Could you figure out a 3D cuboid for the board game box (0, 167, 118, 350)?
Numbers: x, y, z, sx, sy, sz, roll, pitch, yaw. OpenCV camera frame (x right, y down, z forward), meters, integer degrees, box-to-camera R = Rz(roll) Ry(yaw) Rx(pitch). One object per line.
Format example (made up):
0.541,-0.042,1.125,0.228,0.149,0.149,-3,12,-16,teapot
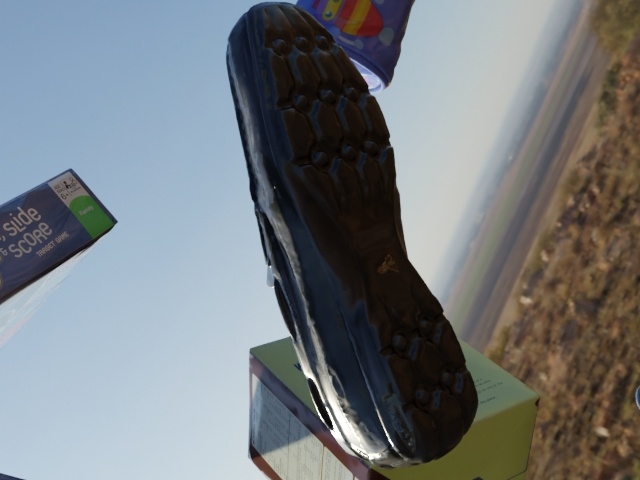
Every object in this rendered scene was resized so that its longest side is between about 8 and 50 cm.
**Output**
-0.186,0.055,0.363,0.136,0.035,0.201,-39,2,38,board game box

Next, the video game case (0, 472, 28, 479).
-0.344,0.383,1.046,0.026,0.274,0.196,88,-163,-50,video game case

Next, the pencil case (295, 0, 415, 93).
0.056,-0.285,0.884,0.133,0.119,0.306,75,-145,-75,pencil case

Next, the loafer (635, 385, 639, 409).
0.406,0.121,0.719,0.109,0.303,0.095,-99,21,-65,loafer

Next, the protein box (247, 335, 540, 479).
0.063,0.182,0.868,0.200,0.201,0.136,-14,-59,-31,protein box

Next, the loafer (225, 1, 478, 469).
0.000,0.000,0.419,0.076,0.223,0.078,-18,-2,-43,loafer
